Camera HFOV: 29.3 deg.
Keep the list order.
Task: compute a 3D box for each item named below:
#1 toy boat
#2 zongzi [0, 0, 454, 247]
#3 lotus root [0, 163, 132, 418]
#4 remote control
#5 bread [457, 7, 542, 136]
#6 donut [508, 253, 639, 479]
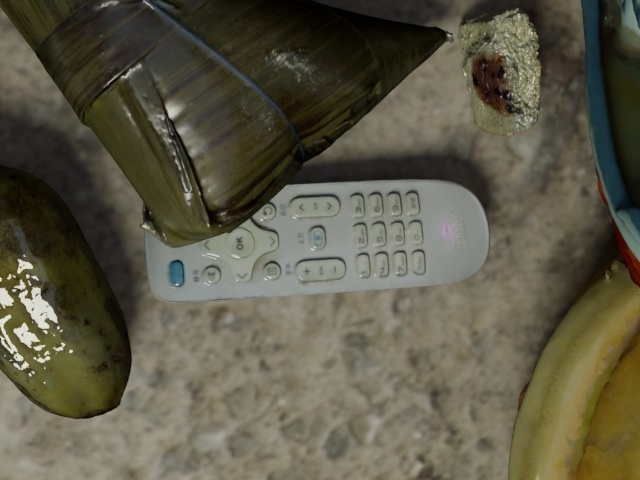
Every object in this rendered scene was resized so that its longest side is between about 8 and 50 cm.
[{"bbox_3d":[0.236,-0.081,0.738,0.145,0.133,0.331,-6,57,5],"label":"toy boat"},{"bbox_3d":[-0.054,-0.145,0.744,0.242,0.112,0.221,-40,104,-21],"label":"zongzi"},{"bbox_3d":[-0.173,0.027,0.725,0.089,0.080,0.179,-25,106,6],"label":"lotus root"},{"bbox_3d":[0.000,0.000,0.804,0.229,0.044,0.073,-4,84,-11],"label":"remote control"},{"bbox_3d":[0.120,-0.113,0.823,0.035,0.070,0.083,-15,104,-16],"label":"bread"},{"bbox_3d":[0.327,0.158,0.843,0.449,0.198,0.448,-1,94,-20],"label":"donut"}]
